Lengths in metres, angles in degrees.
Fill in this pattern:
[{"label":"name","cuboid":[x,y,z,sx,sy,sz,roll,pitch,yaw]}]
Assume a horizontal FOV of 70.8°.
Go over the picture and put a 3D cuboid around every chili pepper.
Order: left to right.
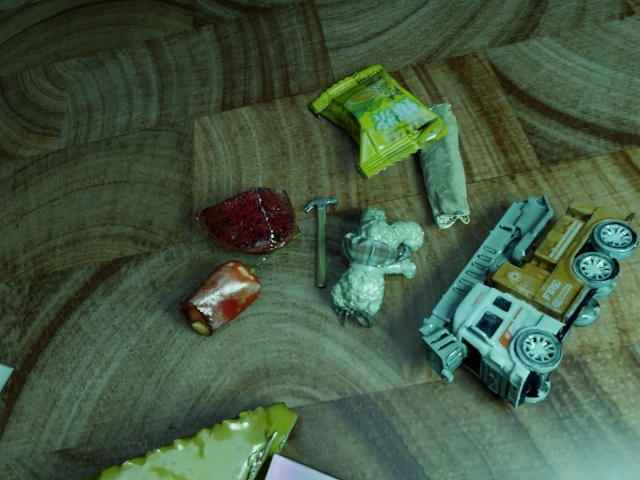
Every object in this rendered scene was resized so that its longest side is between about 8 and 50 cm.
[{"label":"chili pepper","cuboid":[-0.145,0.076,0.758,0.084,0.086,0.192,47,64,1]}]

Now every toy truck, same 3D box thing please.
[{"label":"toy truck","cuboid":[0.288,0.082,0.650,0.184,0.133,0.338,32,68,35]}]

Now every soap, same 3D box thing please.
[{"label":"soap","cuboid":[-0.242,0.305,0.601,0.304,0.169,0.339,27,68,12]}]

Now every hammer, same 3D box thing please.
[{"label":"hammer","cuboid":[0.000,0.000,0.813,0.062,0.017,0.182,-3,62,9]}]

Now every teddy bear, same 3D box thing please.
[{"label":"teddy bear","cuboid":[0.086,0.030,0.725,0.133,0.111,0.213,17,64,23]}]

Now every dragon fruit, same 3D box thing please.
[{"label":"dragon fruit","cuboid":[-0.128,-0.025,0.817,0.160,0.120,0.127,-16,81,21]}]

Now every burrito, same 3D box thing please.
[{"label":"burrito","cuboid":[0.225,-0.138,0.825,0.082,0.059,0.276,-12,58,17]}]

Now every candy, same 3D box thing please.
[{"label":"candy","cuboid":[0.099,-0.249,0.886,0.187,0.081,0.297,-32,51,1]}]

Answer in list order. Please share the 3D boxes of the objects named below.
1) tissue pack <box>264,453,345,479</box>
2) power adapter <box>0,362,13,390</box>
[{"label":"tissue pack","cuboid":[0.037,0.378,0.549,0.246,0.092,0.149,15,66,18]},{"label":"power adapter","cuboid":[-0.635,0.236,0.739,0.186,0.124,0.255,11,63,14]}]
